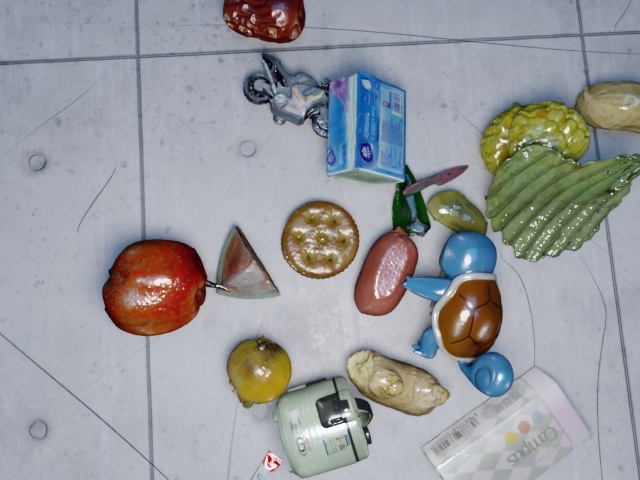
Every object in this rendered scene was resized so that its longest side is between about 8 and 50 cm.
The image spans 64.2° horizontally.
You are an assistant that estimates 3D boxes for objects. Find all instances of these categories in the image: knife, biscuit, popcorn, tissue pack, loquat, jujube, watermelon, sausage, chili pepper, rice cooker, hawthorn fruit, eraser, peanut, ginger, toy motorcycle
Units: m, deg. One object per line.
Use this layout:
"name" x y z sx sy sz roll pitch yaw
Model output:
"knife" 0.330 -0.170 1.439 0.247 0.018 0.035 -22 91 -23
"biscuit" 0.000 0.000 1.420 0.220 0.066 0.220 1 82 -5
"popcorn" 0.575 -0.256 1.387 0.258 0.224 0.270 34 127 3
"tissue pack" 0.126 -0.294 1.388 0.198 0.146 0.263 7 83 -42
"loquat" -0.165 0.348 1.334 0.172 0.149 0.204 22 98 -1
"jujube" -0.158 -0.643 1.443 0.230 0.155 0.155 12 83 4
"watermelon" -0.184 0.057 1.370 0.136 0.202 0.207 -3 85 -42
"sausage" 0.181 0.087 1.381 0.148 0.148 0.254 20 83 0
"chili pepper" 0.246 -0.109 1.443 0.108 0.062 0.216 -11 82 -3
"rice cooker" 0.014 0.464 1.294 0.244 0.226 0.226 -15 84 -1
"hawthorn fruit" -0.386 0.124 1.301 0.300 0.254 0.254 8 83 -4
"eraser" 0.496 0.539 1.368 0.397 0.082 0.213 -34 87 -5
"peanut" 0.890 -0.376 1.451 0.291 0.159 0.143 9 109 -1
"ginger" 0.197 0.372 1.320 0.276 0.221 0.130 15 74 8
"toy motorcycle" -0.064 -0.411 1.447 0.307 0.108 0.173 28 75 2

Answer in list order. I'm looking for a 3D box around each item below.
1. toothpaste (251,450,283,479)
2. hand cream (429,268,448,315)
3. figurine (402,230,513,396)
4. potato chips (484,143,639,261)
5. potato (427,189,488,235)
"toothpaste" -0.174 0.655 1.358 0.048 0.031 0.190 35 81 5
"hand cream" 0.357 0.116 1.434 0.067 0.043 0.209 21 79 1
"figurine" 0.362 0.191 1.314 0.298 0.243 0.416 4 70 -19
"potato chips" 0.628 -0.098 1.341 0.373 0.389 0.097 2 49 0
"potato" 0.391 -0.071 1.433 0.188 0.085 0.105 38 85 -2
